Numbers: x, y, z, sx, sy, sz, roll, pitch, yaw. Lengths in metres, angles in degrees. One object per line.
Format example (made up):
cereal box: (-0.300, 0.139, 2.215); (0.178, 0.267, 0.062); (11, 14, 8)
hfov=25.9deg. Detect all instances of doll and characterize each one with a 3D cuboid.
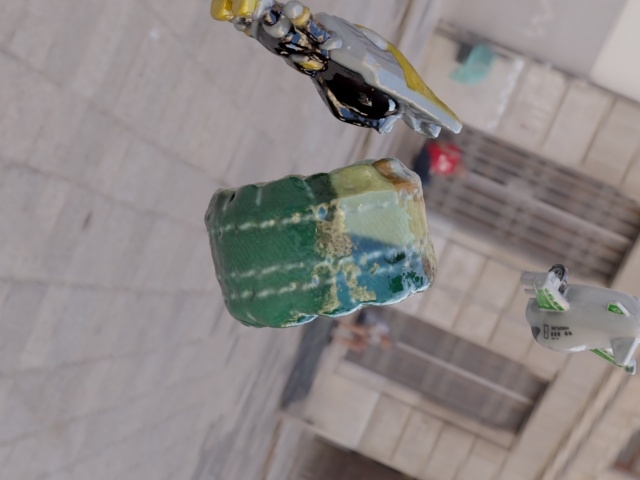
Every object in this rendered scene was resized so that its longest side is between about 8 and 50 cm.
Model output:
doll: (0.017, -0.198, 1.565); (0.145, 0.316, 0.103); (-27, -135, 45)

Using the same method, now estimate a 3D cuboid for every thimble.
thimble: (0.000, 0.000, 1.609); (0.288, 0.254, 0.167); (-122, -159, -87)

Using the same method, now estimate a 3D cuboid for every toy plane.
toy plane: (0.284, 0.088, 1.487); (0.080, 0.174, 0.174); (-58, 173, -15)
